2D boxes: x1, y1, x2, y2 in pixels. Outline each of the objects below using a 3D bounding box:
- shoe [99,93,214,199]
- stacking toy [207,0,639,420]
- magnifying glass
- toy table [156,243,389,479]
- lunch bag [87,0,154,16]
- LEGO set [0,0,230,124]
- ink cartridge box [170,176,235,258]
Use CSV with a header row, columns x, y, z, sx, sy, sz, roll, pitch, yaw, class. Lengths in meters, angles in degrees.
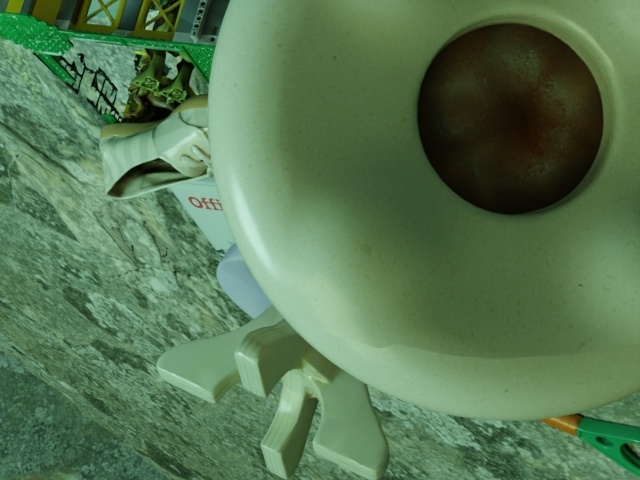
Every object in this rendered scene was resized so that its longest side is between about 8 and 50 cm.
x,y,z,sx,sy,sz,roll,pitch,yaw,class
-0.105,-0.068,0.889,0.076,0.058,0.219,26,160,-38,shoe
0.094,-0.068,0.840,0.350,0.351,0.480,37,176,-3,stacking toy
0.330,0.230,1.327,0.231,0.026,0.092,20,150,24,magnifying glass
-0.015,0.121,1.125,0.274,0.161,0.252,15,146,30,toy table
-0.219,-0.300,0.938,0.262,0.160,0.223,6,151,-2,lunch bag
-0.094,-0.192,0.918,0.255,0.192,0.331,6,162,26,LEGO set
0.000,0.000,1.219,0.211,0.121,0.289,8,142,41,ink cartridge box
